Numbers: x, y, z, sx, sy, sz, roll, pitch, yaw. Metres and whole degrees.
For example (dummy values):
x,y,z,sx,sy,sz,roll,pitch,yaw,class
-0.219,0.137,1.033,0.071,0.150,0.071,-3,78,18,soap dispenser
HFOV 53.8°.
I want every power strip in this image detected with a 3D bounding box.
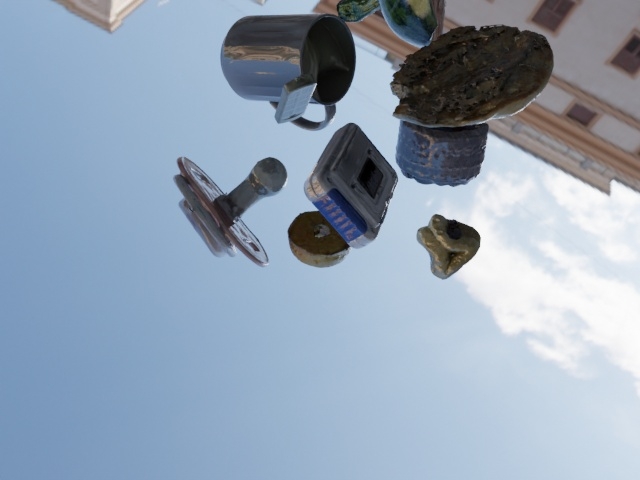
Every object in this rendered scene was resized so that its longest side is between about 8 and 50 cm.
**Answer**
x,y,z,sx,sy,sz,roll,pitch,yaw,class
-0.064,-0.340,1.546,0.079,0.227,0.029,-26,-96,-15,power strip

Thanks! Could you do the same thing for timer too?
x,y,z,sx,sy,sz,roll,pitch,yaw,class
0.074,-0.119,1.271,0.178,0.078,0.253,47,-142,-18,timer

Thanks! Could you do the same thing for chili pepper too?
x,y,z,sx,sy,sz,roll,pitch,yaw,class
0.152,-0.786,2.087,0.061,0.224,0.098,3,-99,-51,chili pepper

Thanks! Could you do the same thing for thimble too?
x,y,z,sx,sy,sz,roll,pitch,yaw,class
0.317,-0.249,1.660,0.236,0.172,0.205,4,-143,4,thimble

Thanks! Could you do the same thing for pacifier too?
x,y,z,sx,sy,sz,roll,pitch,yaw,class
-0.211,-0.082,1.486,0.273,0.220,0.332,-29,-106,-30,pacifier

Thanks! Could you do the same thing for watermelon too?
x,y,z,sx,sy,sz,roll,pitch,yaw,class
0.246,-0.621,1.633,0.224,0.180,0.305,46,-174,16,watermelon

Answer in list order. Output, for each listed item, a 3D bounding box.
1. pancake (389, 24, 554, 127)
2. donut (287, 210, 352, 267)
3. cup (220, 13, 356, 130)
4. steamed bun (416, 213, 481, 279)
x,y,z,sx,sy,sz,roll,pitch,yaw,class
0.330,-0.380,1.457,0.381,0.071,0.382,-17,-139,15,pancake
0.000,0.000,1.489,0.162,0.066,0.178,21,-142,16,donut
-0.088,-0.465,1.764,0.326,0.323,0.236,13,-140,38,cup
0.357,0.001,1.835,0.155,0.172,0.141,42,-155,-14,steamed bun
